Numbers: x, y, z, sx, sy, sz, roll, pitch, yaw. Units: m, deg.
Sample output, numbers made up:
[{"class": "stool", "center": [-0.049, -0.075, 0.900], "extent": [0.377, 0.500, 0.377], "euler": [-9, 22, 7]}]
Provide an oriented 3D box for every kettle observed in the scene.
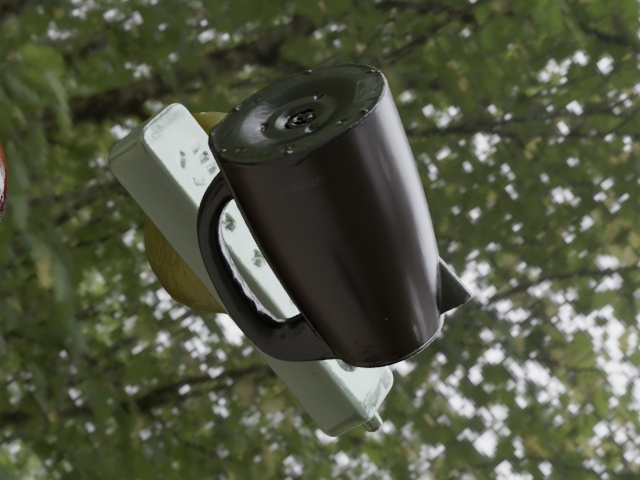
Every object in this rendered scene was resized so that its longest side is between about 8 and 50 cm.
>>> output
[{"class": "kettle", "center": [0.000, 0.000, 1.124], "extent": [0.202, 0.144, 0.232], "euler": [-16, -61, 11]}]

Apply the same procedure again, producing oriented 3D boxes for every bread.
[{"class": "bread", "center": [-0.119, -0.031, 1.765], "extent": [0.270, 0.148, 0.269], "euler": [-21, -114, 57]}]

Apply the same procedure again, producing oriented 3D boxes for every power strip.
[{"class": "power strip", "center": [-0.056, 0.039, 1.369], "extent": [0.062, 0.091, 0.385], "euler": [-31, -77, 37]}]

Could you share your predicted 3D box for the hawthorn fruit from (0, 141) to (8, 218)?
[{"class": "hawthorn fruit", "center": [-0.325, -0.037, 0.987], "extent": [0.249, 0.215, 0.215], "euler": [48, -30, 41]}]
